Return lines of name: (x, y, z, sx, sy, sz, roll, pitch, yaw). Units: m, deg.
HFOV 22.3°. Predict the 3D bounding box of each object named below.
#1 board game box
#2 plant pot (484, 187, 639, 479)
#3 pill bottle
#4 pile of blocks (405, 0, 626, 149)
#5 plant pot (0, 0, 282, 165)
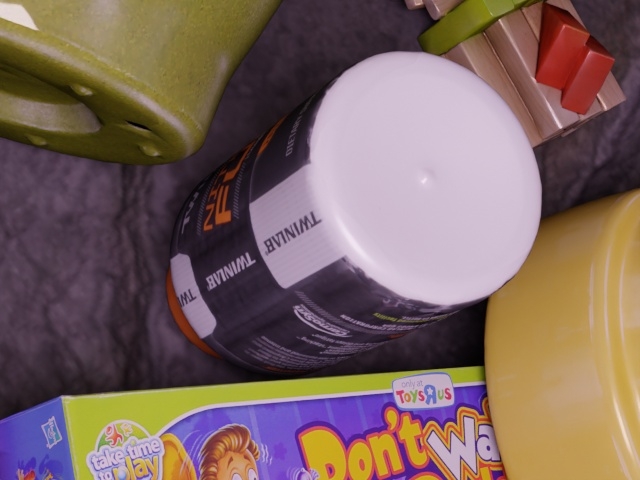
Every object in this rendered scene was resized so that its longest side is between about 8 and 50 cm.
board game box: (0.005, 0.192, 0.853, 0.347, 0.078, 0.233, 0, 74, -44)
plant pot: (0.261, 0.076, 0.928, 0.254, 0.239, 0.254, 26, 55, -45)
pill bottle: (0.000, 0.000, 0.867, 0.130, 0.246, 0.130, 8, 71, -25)
pile of blocks: (0.118, -0.228, 1.070, 0.149, 0.113, 0.362, 0, 74, -26)
plant pot: (-0.127, -0.240, 0.850, 0.367, 0.366, 0.352, 21, 79, -19)
